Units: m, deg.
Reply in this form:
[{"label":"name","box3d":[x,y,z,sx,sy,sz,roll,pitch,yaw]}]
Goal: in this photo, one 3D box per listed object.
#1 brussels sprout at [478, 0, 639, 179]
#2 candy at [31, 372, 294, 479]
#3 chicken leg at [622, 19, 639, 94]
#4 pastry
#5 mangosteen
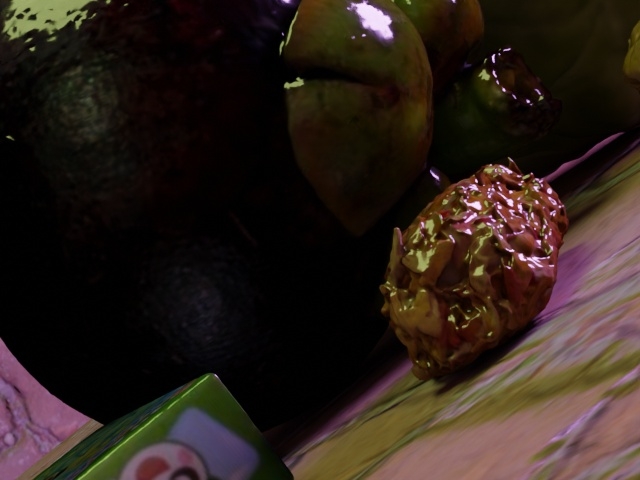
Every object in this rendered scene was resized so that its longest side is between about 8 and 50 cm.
[{"label":"brussels sprout","box3d":[0.100,-0.164,1.134,0.274,0.316,0.243,6,34,44]},{"label":"candy","box3d":[-0.090,0.120,0.840,0.097,0.062,0.194,-38,3,-24]},{"label":"chicken leg","box3d":[0.137,-0.039,0.272,0.107,0.087,0.251,-51,15,-31]},{"label":"pastry","box3d":[0.061,0.005,0.793,0.087,0.063,0.169,-39,2,10]},{"label":"mangosteen","box3d":[-0.054,-0.054,0.975,0.300,0.300,0.300,-37,2,2]}]
